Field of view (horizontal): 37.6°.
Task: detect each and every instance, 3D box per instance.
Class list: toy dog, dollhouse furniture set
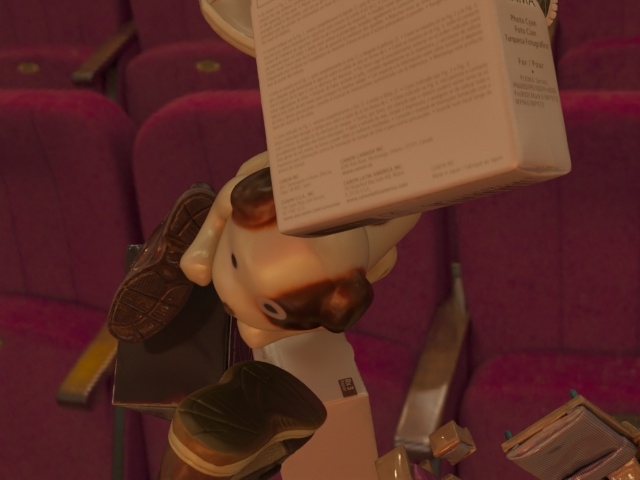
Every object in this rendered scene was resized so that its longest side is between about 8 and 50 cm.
[{"bbox_3d":[0.000,0.000,1.313,0.396,0.284,0.408,-24,8,21],"label":"toy dog"},{"bbox_3d":[0.289,0.336,1.203,0.303,0.286,0.198,-37,41,19],"label":"dollhouse furniture set"}]

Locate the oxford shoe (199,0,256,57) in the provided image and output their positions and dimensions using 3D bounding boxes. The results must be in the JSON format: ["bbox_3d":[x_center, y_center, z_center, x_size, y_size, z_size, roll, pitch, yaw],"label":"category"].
[{"bbox_3d":[-0.109,-0.416,1.456,0.169,0.130,0.449,0,42,-28],"label":"oxford shoe"}]

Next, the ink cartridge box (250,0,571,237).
[{"bbox_3d":[0.064,-0.217,0.923,0.091,0.384,0.308,0,-10,-43],"label":"ink cartridge box"}]

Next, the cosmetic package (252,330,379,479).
[{"bbox_3d":[0.005,0.336,1.495,0.156,0.384,0.217,-14,30,-5],"label":"cosmetic package"}]

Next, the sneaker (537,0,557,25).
[{"bbox_3d":[0.392,-0.469,1.691,0.076,0.166,0.065,-1,9,-35],"label":"sneaker"}]

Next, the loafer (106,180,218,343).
[{"bbox_3d":[-0.252,0.035,1.558,0.109,0.302,0.095,29,15,-17],"label":"loafer"}]

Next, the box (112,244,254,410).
[{"bbox_3d":[-0.227,0.195,1.819,0.212,0.395,0.293,0,74,8],"label":"box"}]

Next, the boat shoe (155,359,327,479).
[{"bbox_3d":[-0.062,0.146,0.704,0.080,0.073,0.223,38,11,13],"label":"boat shoe"}]
